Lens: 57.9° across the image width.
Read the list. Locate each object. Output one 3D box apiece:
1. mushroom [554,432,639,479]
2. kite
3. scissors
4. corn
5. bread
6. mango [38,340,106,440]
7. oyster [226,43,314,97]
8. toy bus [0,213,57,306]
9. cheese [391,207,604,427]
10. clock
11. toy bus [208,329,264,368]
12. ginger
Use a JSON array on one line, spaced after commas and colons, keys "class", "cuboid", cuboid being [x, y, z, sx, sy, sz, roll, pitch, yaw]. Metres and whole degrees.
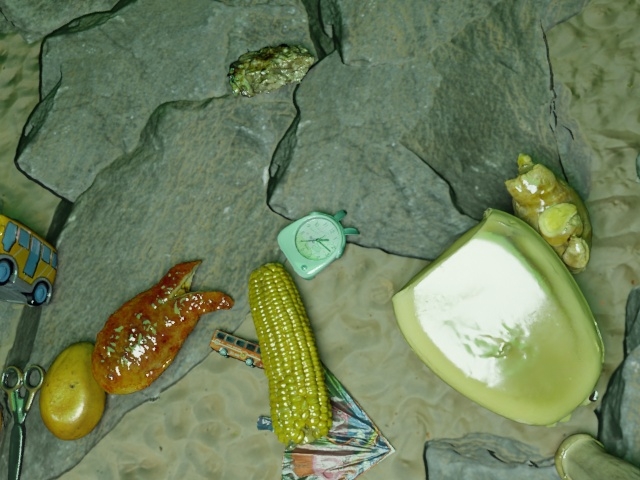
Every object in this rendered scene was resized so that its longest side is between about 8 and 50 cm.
[{"class": "mushroom", "cuboid": [0.406, 0.352, 0.764, 0.108, 0.247, 0.096, -38, 104, 8]}, {"class": "kite", "cuboid": [0.005, 0.332, 0.952, 0.234, 0.016, 0.320, 7, 78, 10]}, {"class": "scissors", "cuboid": [-0.546, 0.338, 1.046, 0.088, 0.017, 0.220, -4, 75, 6]}, {"class": "corn", "cuboid": [-0.054, 0.175, 0.946, 0.102, 0.102, 0.312, -16, 71, 6]}, {"class": "bread", "cuboid": [-0.288, 0.149, 1.010, 0.139, 0.095, 0.269, 43, 82, 10]}, {"class": "mango", "cuboid": [-0.434, 0.263, 1.008, 0.115, 0.089, 0.164, -22, 69, 4]}, {"class": "oyster", "cuboid": [-0.098, -0.336, 1.123, 0.177, 0.056, 0.105, 2, 68, 15]}, {"class": "toy bus", "cuboid": [-0.569, 0.031, 1.035, 0.126, 0.209, 0.136, 4, 66, 12]}, {"class": "cheese", "cuboid": [0.277, 0.136, 0.872, 0.260, 0.128, 0.315, -41, 82, 18]}, {"class": "clock", "cuboid": [0.000, 0.000, 1.023, 0.135, 0.041, 0.101, -32, 72, 0]}, {"class": "toy bus", "cuboid": [-0.138, 0.190, 1.004, 0.110, 0.031, 0.043, 18, 73, 14]}, {"class": "ginger", "cuboid": [0.361, -0.046, 0.917, 0.102, 0.157, 0.216, -32, 68, 25]}]
